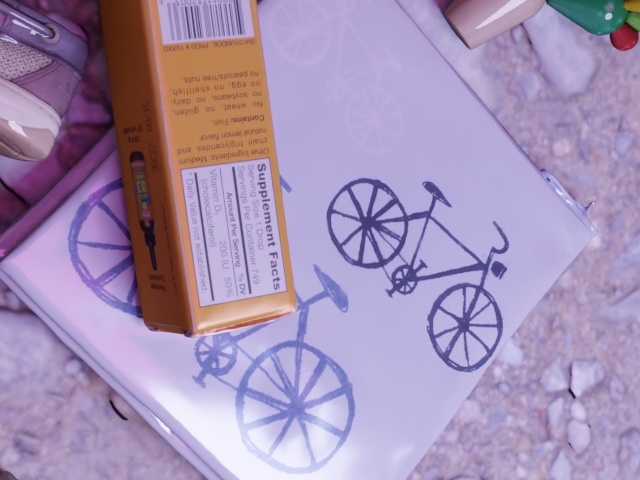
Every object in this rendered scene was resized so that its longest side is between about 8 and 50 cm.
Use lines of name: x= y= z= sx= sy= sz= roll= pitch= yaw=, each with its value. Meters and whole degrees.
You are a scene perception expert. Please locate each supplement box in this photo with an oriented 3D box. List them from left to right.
supplement box: x=-0.076 y=-0.062 z=0.791 sx=0.080 sy=0.078 sz=0.233 roll=-7 pitch=94 yaw=-29

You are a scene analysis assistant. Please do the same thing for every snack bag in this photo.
snack bag: x=0.000 y=0.000 z=0.891 sx=0.323 sy=0.037 sz=0.342 roll=46 pitch=72 yaw=-18

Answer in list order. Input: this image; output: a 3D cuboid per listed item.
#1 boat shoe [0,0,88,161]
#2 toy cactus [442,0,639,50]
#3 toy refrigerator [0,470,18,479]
boat shoe: x=-0.263 y=-0.150 z=0.741 sx=0.285 sy=0.103 sz=0.092 roll=32 pitch=69 yaw=-18
toy cactus: x=0.164 y=-0.208 z=0.922 sx=0.180 sy=0.112 sz=0.219 roll=-37 pitch=112 yaw=5
toy refrigerator: x=-0.129 y=0.272 z=0.816 sx=0.094 sy=0.102 sz=0.269 roll=-44 pitch=102 yaw=-9
